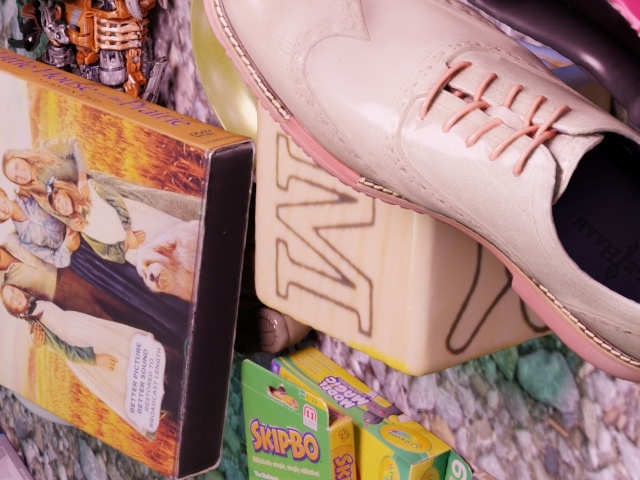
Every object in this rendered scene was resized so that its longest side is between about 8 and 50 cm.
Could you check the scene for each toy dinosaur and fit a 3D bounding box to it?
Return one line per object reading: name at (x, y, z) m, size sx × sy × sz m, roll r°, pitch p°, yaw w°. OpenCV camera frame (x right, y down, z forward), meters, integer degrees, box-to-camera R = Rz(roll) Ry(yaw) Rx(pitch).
toy dinosaur at (-0.252, -0.171, 1.660) m, size 0.218 × 0.164 × 0.322 m, roll 39°, pitch 111°, yaw 17°

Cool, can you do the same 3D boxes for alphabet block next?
alphabet block at (0.079, -0.039, 1.232) m, size 0.193 × 0.192 × 0.197 m, roll 25°, pitch 120°, yaw 48°

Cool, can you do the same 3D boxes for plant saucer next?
plant saucer at (-0.014, -0.153, 1.412) m, size 0.241 × 0.037 × 0.241 m, roll 24°, pitch 127°, yaw 36°

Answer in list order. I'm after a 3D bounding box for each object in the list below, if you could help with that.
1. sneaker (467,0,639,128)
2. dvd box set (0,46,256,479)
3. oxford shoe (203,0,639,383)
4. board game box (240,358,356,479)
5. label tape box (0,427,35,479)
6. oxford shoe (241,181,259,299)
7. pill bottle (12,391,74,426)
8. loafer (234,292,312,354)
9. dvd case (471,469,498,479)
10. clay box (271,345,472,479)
sneaker at (0.146, -0.256, 1.055) m, size 0.483 × 0.202 × 0.185 m, roll 54°, pitch 137°, yaw 25°
dvd box set at (-0.244, -0.001, 1.541) m, size 0.420 × 0.062 × 0.307 m, roll 23°, pitch 114°, yaw 36°
oxford shoe at (0.106, -0.069, 1.010) m, size 0.397 × 0.140 × 0.146 m, roll 35°, pitch 166°, yaw -4°
board game box at (-0.016, 0.233, 1.487) m, size 0.124 × 0.039 × 0.259 m, roll 23°, pitch 127°, yaw 47°
label tape box at (-0.506, 0.333, 1.994) m, size 0.240 × 0.334 × 0.106 m, roll 50°, pitch 137°, yaw 30°
oxford shoe at (-0.017, 0.018, 1.454) m, size 0.227 × 0.083 × 0.096 m, roll 22°, pitch 136°, yaw 49°
pill bottle at (-0.222, 0.054, 1.688) m, size 0.146 × 0.146 × 0.264 m, roll 52°, pitch 138°, yaw 28°
loafer at (-0.047, 0.077, 1.553) m, size 0.148 × 0.050 × 0.056 m, roll -166°, pitch 67°, yaw -66°
dvd case at (0.188, 0.306, 1.349) m, size 0.221 × 0.018 × 0.164 m, roll 33°, pitch 126°, yaw 42°
clay box at (0.037, 0.201, 1.480) m, size 0.222 × 0.053 × 0.127 m, roll 34°, pitch 128°, yaw 43°
